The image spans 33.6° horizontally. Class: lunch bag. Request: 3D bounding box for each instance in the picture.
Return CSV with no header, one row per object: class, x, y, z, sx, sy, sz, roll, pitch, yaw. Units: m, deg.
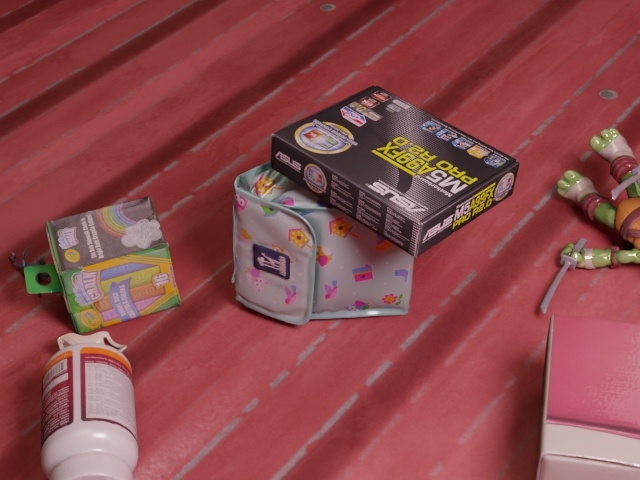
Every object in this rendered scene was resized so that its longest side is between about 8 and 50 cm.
lunch bag,0.000,0.000,1.538,0.262,0.223,0.160,-3,40,-6

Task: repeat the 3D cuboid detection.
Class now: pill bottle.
pill bottle,-0.296,0.246,1.357,0.121,0.121,0.221,-10,40,-6

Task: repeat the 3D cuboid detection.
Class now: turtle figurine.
turtle figurine,0.430,-0.056,1.591,0.275,0.198,0.266,-7,36,-8

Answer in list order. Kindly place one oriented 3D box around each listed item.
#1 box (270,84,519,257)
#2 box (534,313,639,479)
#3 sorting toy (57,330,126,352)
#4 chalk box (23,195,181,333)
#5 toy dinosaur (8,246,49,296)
box,0.100,-0.104,1.450,0.270,0.060,0.216,34,45,31
box,0.333,0.225,1.299,0.127,0.148,0.232,6,42,11
sorting toy,-0.323,0.159,1.528,0.083,0.045,0.075,28,43,34
chalk box,-0.335,0.043,1.598,0.213,0.132,0.132,-15,42,-11
toy dinosaur,-0.468,0.044,1.681,0.082,0.047,0.090,-6,47,28
